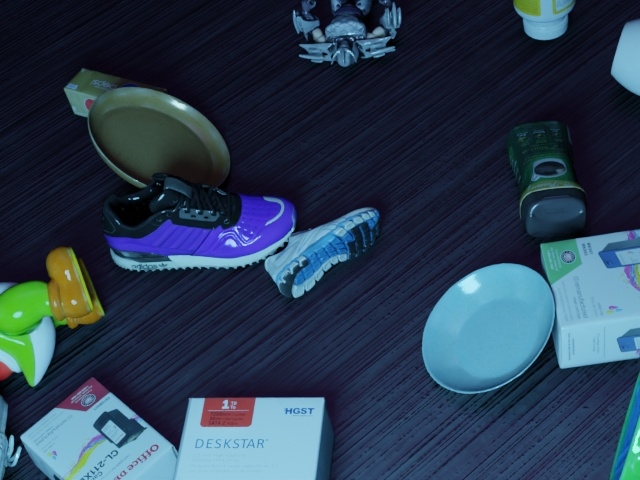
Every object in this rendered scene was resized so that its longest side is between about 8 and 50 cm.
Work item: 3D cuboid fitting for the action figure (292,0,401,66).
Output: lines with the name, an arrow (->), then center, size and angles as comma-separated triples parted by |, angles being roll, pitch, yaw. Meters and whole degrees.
action figure -> 0.049, -0.401, 2.151 | 0.185, 0.099, 0.285 | 4, 53, 5

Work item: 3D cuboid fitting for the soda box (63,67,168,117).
soda box -> -0.338, -0.233, 2.104 | 0.181, 0.061, 0.058 | 18, 54, 26

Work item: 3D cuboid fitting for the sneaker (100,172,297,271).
sneaker -> -0.185, -0.038, 1.832 | 0.293, 0.146, 0.102 | -8, 46, 6

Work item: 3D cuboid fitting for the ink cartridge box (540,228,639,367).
ink cartridge box -> 0.406, 0.070, 1.639 | 0.213, 0.093, 0.154 | -7, 46, 4

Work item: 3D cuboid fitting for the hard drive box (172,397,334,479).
hard drive box -> -0.086, 0.311, 1.531 | 0.181, 0.089, 0.232 | -2, 47, 10

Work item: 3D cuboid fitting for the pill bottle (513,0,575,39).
pill bottle -> 0.363, -0.421, 2.035 | 0.103, 0.184, 0.103 | -6, 47, 7

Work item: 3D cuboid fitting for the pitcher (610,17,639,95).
pitcher -> 0.562, -0.278, 1.919 | 0.207, 0.125, 0.178 | 17, 32, 13

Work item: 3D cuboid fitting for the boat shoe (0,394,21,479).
boat shoe -> -0.444, 0.330, 1.595 | 0.118, 0.103, 0.320 | -41, 34, 30

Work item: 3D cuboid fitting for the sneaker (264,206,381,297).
sneaker -> 0.000, 0.000, 1.813 | 0.191, 0.071, 0.083 | -32, 44, -17

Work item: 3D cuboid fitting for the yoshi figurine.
yoshi figurine -> -0.505, 0.101, 1.763 | 0.362, 0.203, 0.203 | -24, 32, -6

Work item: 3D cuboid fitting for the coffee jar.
coffee jar -> 0.327, -0.088, 1.810 | 0.096, 0.079, 0.184 | -5, 46, 4

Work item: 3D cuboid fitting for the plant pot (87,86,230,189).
plant pot -> -0.256, -0.148, 1.958 | 0.236, 0.032, 0.236 | 20, 40, -18

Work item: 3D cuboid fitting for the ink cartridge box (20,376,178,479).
ink cartridge box -> -0.279, 0.277, 1.615 | 0.175, 0.072, 0.127 | 32, 61, 35

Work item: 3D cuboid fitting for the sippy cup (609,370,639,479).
sippy cup -> 0.458, 0.233, 1.403 | 0.224, 0.305, 0.240 | 17, 25, 12

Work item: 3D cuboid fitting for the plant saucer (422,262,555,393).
plant saucer -> 0.225, 0.121, 1.642 | 0.195, 0.037, 0.195 | -22, 45, 25
